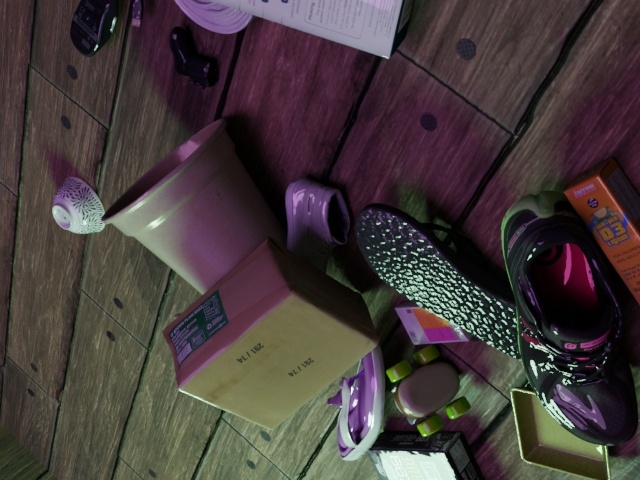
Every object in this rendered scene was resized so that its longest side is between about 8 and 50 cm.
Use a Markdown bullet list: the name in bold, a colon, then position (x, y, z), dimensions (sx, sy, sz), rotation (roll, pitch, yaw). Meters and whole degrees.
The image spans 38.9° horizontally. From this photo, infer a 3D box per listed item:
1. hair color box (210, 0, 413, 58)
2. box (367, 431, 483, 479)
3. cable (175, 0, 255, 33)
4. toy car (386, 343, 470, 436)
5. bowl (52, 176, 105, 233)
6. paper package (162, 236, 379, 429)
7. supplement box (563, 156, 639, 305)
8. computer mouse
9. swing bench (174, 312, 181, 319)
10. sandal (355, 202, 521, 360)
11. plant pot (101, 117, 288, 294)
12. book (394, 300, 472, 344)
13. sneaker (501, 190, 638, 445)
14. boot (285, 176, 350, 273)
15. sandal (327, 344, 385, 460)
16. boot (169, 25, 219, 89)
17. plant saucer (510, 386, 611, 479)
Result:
- **hair color box**: position (-0.015, -0.447, 1.509), dimensions (0.347, 0.105, 0.173), rotation (20, 129, 10)
- **box**: position (0.269, 0.580, 2.064), dimensions (0.243, 0.076, 0.307), rotation (-11, 110, 46)
- **cable**: position (-0.195, -0.520, 1.696), dimensions (0.257, 0.089, 0.257), rotation (12, 126, 34)
- **toy car**: position (0.198, 0.329, 1.917), dimensions (0.155, 0.149, 0.188), rotation (60, 151, 9)
- **bowl**: position (-0.664, -0.079, 2.427), dimensions (0.170, 0.080, 0.170), rotation (22, 130, 28)
- **paper package**: position (-0.102, 0.196, 1.854), dimensions (0.325, 0.309, 0.168), rotation (-41, 43, 16)
- **supplement box**: position (0.491, -0.012, 1.451), dimensions (0.078, 0.080, 0.233), rotation (-33, 92, 46)
- **computer mouse**: position (-0.446, -0.497, 1.960), dimensions (0.184, 0.060, 0.262), rotation (39, 125, 20)
- **swing bench**: position (-0.184, 0.262, 2.185), dimensions (0.253, 0.165, 0.254), rotation (13, 131, 34)
- **sandal**: position (0.259, 0.071, 1.714), dimensions (0.446, 0.107, 0.167), rotation (35, 136, 0)
- **plant pot**: position (-0.238, -0.038, 1.930), dimensions (0.334, 0.334, 0.305), rotation (-22, 112, 47)
- **book**: position (0.229, 0.166, 1.844), dimensions (0.144, 0.035, 0.096), rotation (-10, 114, 45)
- **sneaker**: position (0.417, 0.159, 1.517), dimensions (0.185, 0.202, 0.482), rotation (-21, 108, 11)
- **boot**: position (0.000, 0.000, 1.879), dimensions (0.123, 0.095, 0.258), rotation (19, 129, 40)
- **sandal**: position (0.067, 0.379, 2.006), dimensions (0.416, 0.102, 0.169), rotation (101, 163, -48)
- **boot**: position (-0.263, -0.379, 1.887), dimensions (0.099, 0.045, 0.121), rotation (29, 141, 27)
- **plant saucer**: position (0.473, 0.366, 1.756), dimensions (0.189, 0.045, 0.188), rotation (7, 122, 38)
